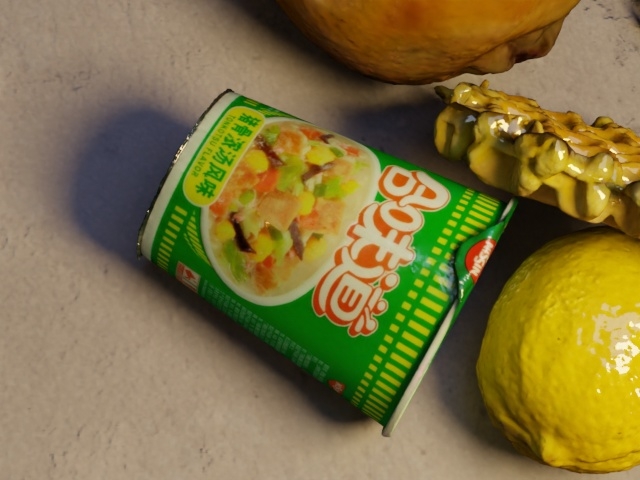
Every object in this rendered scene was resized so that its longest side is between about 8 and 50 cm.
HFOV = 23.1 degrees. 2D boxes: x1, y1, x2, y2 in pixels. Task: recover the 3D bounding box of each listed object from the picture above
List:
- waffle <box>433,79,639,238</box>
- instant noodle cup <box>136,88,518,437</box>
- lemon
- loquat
[{"bbox_3d":[0.221,-0.052,1.200,0.329,0.329,0.062,17,104,-10],"label":"waffle"},{"bbox_3d":[0.000,0.000,1.160,0.232,0.207,0.207,30,61,5],"label":"instant noodle cup"},{"bbox_3d":[0.212,0.085,1.194,0.180,0.180,0.193,14,75,-11],"label":"lemon"},{"bbox_3d":[0.091,-0.285,1.234,0.328,0.328,0.329,7,65,-15],"label":"loquat"}]
